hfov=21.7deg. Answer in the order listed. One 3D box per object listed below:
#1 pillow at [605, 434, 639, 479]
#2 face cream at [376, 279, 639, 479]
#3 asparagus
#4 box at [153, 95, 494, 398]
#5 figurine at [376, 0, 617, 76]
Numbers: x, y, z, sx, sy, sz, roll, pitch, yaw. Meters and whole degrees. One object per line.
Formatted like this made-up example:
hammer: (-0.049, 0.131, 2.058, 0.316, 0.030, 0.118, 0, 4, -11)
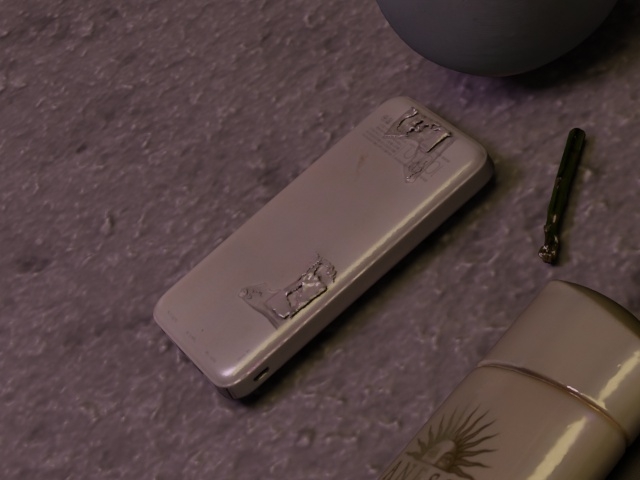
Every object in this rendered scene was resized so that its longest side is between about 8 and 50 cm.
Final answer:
pillow: (0.259, 0.207, 1.012, 0.255, 0.059, 0.169, 19, 67, 38)
face cream: (0.099, 0.172, 1.100, 0.348, 0.081, 0.173, -48, 23, -13)
asparagus: (0.186, -0.035, 1.286, 0.018, 0.015, 0.127, -2, 53, 30)
box: (0.000, 0.000, 1.344, 0.285, 0.044, 0.142, -41, 43, -7)
figurine: (0.128, -0.311, 1.422, 0.224, 0.205, 0.382, -37, 38, 21)
